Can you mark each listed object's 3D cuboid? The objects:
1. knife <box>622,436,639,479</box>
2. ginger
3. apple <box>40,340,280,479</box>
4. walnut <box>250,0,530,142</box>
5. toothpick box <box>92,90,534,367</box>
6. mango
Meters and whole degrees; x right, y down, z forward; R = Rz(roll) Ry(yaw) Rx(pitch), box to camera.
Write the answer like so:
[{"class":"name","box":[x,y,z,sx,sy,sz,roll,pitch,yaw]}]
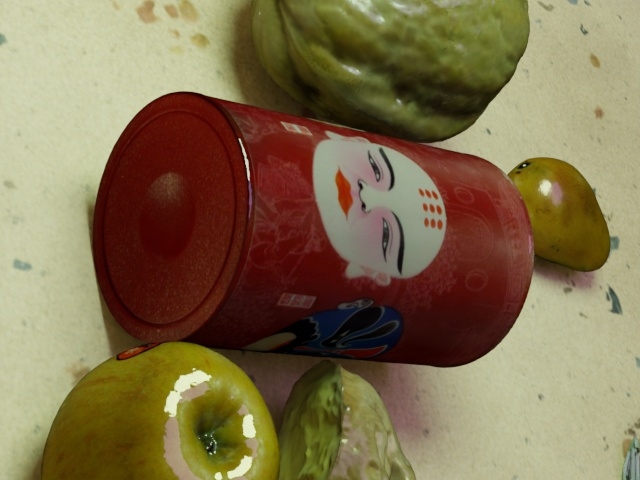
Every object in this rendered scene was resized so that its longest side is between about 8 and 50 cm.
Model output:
[{"class":"knife","box":[0.324,0.289,1.594,0.022,0.026,0.184,7,55,3]},{"class":"ginger","box":[0.042,0.266,1.237,0.190,0.126,0.354,-5,71,-41]},{"class":"apple","box":[-0.114,0.164,1.117,0.182,0.155,0.182,27,49,-36]},{"class":"walnut","box":[0.064,-0.220,1.485,0.283,0.227,0.283,13,69,-36]},{"class":"toothpick box","box":[0.000,0.000,1.301,0.333,0.204,0.204,7,61,-42]},{"class":"mango","box":[0.260,-0.029,1.678,0.163,0.089,0.111,22,63,-48]}]
